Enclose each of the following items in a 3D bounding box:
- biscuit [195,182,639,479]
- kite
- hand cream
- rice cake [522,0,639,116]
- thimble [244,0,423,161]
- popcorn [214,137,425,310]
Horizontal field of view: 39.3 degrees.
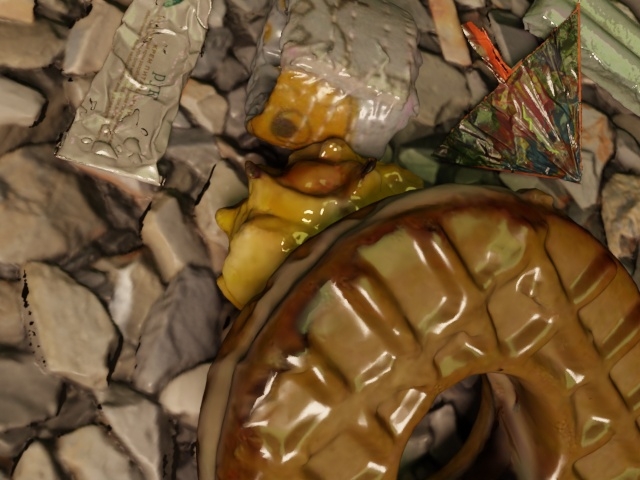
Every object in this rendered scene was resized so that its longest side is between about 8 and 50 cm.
[{"bbox_3d":[0.078,0.128,0.580,0.332,0.103,0.332,-7,107,-22],"label":"biscuit"},{"bbox_3d":[0.194,-0.132,0.842,0.232,0.009,0.189,-42,99,-20],"label":"kite"},{"bbox_3d":[-0.129,-0.163,0.720,0.084,0.050,0.257,20,70,-12],"label":"hand cream"},{"bbox_3d":[0.311,-0.182,0.908,0.226,0.040,0.085,37,60,-5],"label":"rice cake"},{"bbox_3d":[0.010,-0.134,0.711,0.118,0.127,0.151,17,46,-16],"label":"thimble"},{"bbox_3d":[0.000,0.000,0.651,0.148,0.152,0.167,20,49,39],"label":"popcorn"}]
